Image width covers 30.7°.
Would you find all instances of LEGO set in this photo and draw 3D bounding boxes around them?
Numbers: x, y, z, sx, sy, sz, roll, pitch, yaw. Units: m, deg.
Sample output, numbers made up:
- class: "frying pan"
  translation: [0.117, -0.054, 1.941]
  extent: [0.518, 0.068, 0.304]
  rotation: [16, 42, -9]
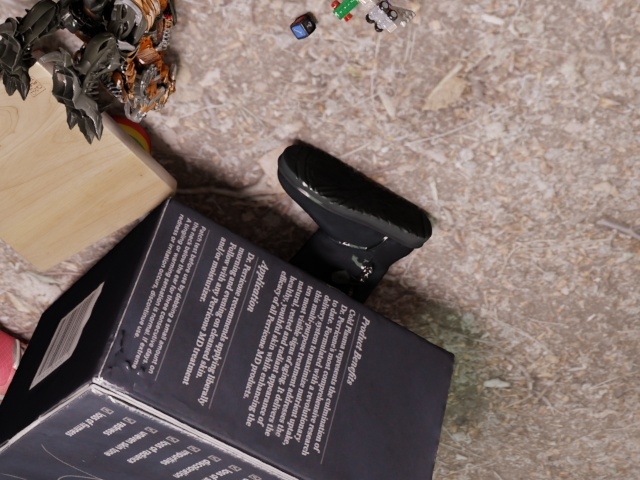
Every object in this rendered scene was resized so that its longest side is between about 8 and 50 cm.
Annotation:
- class: "LEGO set"
  translation: [0.010, -0.328, 1.314]
  extent: [0.183, 0.060, 0.244]
  rotation: [18, 139, 24]

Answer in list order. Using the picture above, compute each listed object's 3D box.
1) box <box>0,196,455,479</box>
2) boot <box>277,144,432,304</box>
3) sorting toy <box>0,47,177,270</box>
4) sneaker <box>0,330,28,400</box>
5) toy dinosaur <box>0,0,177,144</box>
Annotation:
- class: "box"
  translation: [-0.155, 0.246, 1.632]
  extent: [0.472, 0.297, 0.480]
  rotation: [31, 144, -19]
- class: "boot"
  translation: [0.000, 0.000, 1.588]
  extent: [0.246, 0.094, 0.207]
  rotation: [26, 127, -25]
- class: "sorting toy"
  translation: [-0.359, -0.114, 1.531]
  extent: [0.257, 0.089, 0.255]
  rotation: [-27, 124, 27]
- class: "sneaker"
  translation: [-0.442, 0.212, 1.847]
  extent: [0.136, 0.116, 0.314]
  rotation: [-23, 133, 13]
- class: "toy dinosaur"
  translation: [-0.255, -0.245, 1.322]
  extent: [0.164, 0.218, 0.322]
  rotation: [18, 147, 42]
